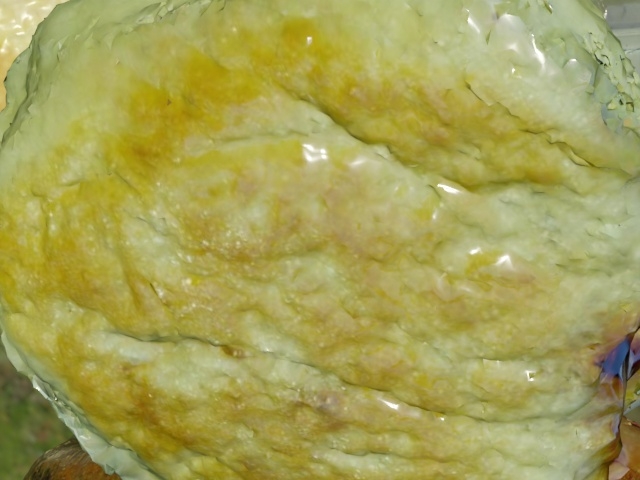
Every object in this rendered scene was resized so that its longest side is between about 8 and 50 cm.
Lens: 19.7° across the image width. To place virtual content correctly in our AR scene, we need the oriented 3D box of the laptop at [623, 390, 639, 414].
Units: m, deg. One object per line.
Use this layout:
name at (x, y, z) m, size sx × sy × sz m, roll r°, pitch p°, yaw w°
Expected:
laptop at (0.258, 0.044, 1.294) m, size 0.269 × 0.015 × 0.188 m, roll -34°, pitch 143°, yaw 16°

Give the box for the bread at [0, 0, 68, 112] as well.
bread at (-0.277, -0.163, 1.349) m, size 0.165 × 0.376 × 0.236 m, roll -83°, pitch 169°, yaw -70°

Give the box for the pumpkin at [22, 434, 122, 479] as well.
pumpkin at (-0.123, 0.188, 1.485) m, size 0.260 × 0.260 × 0.189 m, roll -28°, pitch 104°, yaw -35°

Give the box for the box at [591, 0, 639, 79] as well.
box at (0.219, -0.184, 1.846) m, size 0.210 × 0.148 × 0.129 m, roll -7°, pitch 104°, yaw -23°

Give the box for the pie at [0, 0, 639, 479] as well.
pie at (0.011, 0.007, 0.990) m, size 0.180 × 0.395 × 0.418 m, roll -72°, pitch 152°, yaw -43°
